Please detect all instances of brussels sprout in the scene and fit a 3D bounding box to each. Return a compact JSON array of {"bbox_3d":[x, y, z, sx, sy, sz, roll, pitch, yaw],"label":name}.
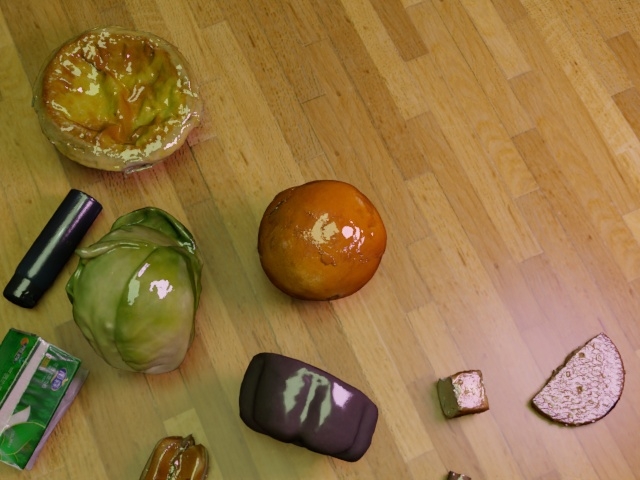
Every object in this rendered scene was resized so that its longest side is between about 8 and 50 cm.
[{"bbox_3d":[-0.323,0.088,1.437,0.227,0.259,0.294,-1,94,12],"label":"brussels sprout"}]

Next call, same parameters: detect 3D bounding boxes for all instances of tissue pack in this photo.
[{"bbox_3d":[-0.515,0.285,1.426,0.156,0.148,0.209,38,67,-32],"label":"tissue pack"}]

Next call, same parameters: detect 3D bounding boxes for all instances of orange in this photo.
[{"bbox_3d":[0.000,0.000,1.491,0.240,0.240,0.240,1,71,-2],"label":"orange"}]

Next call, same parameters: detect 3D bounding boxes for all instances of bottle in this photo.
[{"bbox_3d":[-0.515,0.016,1.549,0.082,0.072,0.244,12,65,41],"label":"bottle"}]

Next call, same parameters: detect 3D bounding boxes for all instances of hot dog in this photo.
[{"bbox_3d":[-0.276,0.464,1.407,0.109,0.072,0.269,19,70,6],"label":"hot dog"}]

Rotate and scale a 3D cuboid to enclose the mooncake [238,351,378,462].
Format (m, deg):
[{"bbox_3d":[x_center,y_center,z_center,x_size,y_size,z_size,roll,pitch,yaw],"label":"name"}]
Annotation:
[{"bbox_3d":[-0.023,0.289,1.397,0.245,0.245,0.133,18,74,4],"label":"mooncake"}]

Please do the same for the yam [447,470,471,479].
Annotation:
[{"bbox_3d":[0.216,0.538,1.416,0.046,0.046,0.264,16,70,3],"label":"yam"}]

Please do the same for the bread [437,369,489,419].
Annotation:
[{"bbox_3d":[0.264,0.283,1.494,0.070,0.076,0.083,-4,71,-16],"label":"bread"}]

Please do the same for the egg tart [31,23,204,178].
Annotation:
[{"bbox_3d":[-0.403,-0.274,1.622,0.341,0.132,0.341,0,71,-1],"label":"egg tart"}]

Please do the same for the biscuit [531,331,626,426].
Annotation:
[{"bbox_3d":[0.500,0.277,1.529,0.206,0.025,0.126,-40,77,-13],"label":"biscuit"}]
